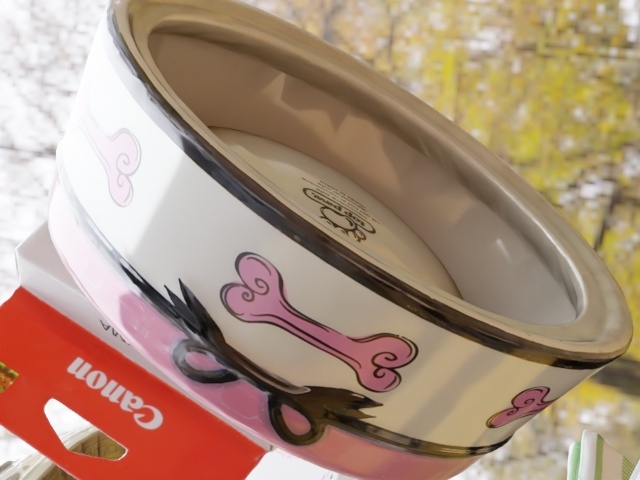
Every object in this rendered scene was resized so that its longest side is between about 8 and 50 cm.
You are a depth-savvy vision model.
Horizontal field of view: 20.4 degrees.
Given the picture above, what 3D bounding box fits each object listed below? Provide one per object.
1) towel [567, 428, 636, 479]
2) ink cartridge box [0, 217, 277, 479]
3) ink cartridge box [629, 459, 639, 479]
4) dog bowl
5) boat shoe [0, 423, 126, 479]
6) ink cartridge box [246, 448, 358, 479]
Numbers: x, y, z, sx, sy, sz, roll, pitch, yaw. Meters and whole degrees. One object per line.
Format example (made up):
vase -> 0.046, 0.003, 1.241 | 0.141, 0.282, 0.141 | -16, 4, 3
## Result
towel -> 0.359, 0.339, 1.701 | 0.038, 0.325, 0.248 | -47, 5, 20
ink cartridge box -> -0.145, 0.088, 1.478 | 0.239, 0.275, 0.060 | -48, -18, -33
ink cartridge box -> 0.354, 0.264, 1.296 | 0.197, 0.198, 0.270 | -58, -44, -22
dog bowl -> 0.000, 0.000, 1.190 | 0.150, 0.408, 0.408 | -55, -19, 19
boat shoe -> -0.291, 0.251, 1.655 | 0.302, 0.098, 0.109 | -40, -45, -49
ink cartridge box -> 0.000, 0.199, 1.667 | 0.067, 0.115, 0.198 | 43, -130, -38
